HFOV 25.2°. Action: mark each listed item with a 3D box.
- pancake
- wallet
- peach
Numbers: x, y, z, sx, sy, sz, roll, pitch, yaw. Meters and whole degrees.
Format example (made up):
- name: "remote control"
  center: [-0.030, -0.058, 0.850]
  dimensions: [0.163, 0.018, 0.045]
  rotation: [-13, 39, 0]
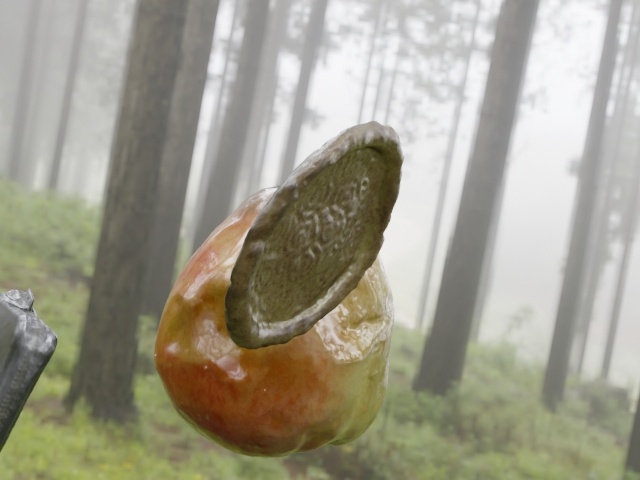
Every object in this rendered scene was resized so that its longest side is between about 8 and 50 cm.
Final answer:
- name: "pancake"
  center: [-0.001, -0.001, 1.063]
  dimensions: [0.021, 0.199, 0.199]
  rotation: [33, 14, 27]
- name: "wallet"
  center: [-0.258, 0.149, 1.005]
  dimensions: [0.044, 0.250, 0.149]
  rotation: [29, -4, -21]
- name: "peach"
  center: [-0.031, 0.069, 1.261]
  dimensions: [0.214, 0.235, 0.214]
  rotation: [10, 3, -1]
